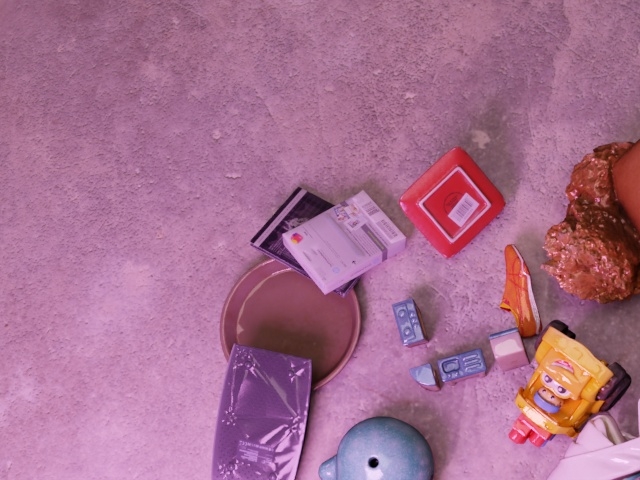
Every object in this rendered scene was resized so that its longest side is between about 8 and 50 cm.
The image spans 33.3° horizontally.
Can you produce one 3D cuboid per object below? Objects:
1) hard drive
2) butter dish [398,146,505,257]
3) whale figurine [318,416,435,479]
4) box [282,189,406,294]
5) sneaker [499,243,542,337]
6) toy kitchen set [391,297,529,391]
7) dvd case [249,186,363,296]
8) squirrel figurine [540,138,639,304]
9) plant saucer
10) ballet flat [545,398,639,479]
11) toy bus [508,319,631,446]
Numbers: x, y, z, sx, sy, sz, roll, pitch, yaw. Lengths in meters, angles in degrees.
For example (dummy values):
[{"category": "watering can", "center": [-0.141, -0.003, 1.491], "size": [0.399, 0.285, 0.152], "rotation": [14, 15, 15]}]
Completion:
[{"category": "hard drive", "center": [-0.102, 0.326, 1.949], "size": [0.172, 0.054, 0.255], "rotation": [9, 90, 18]}, {"category": "butter dish", "center": [0.231, -0.076, 1.992], "size": [0.160, 0.118, 0.160], "rotation": [-44, 107, -4]}, {"category": "whale figurine", "center": [0.086, 0.435, 1.841], "size": [0.216, 0.141, 0.272], "rotation": [23, 80, 21]}, {"category": "box", "center": [0.046, 0.001, 2.009], "size": [0.186, 0.038, 0.145], "rotation": [-29, 57, -19]}, {"category": "sneaker", "center": [0.350, 0.089, 1.926], "size": [0.067, 0.064, 0.175], "rotation": [-12, 69, 9]}, {"category": "toy kitchen set", "center": [0.244, 0.160, 1.900], "size": [0.207, 0.122, 0.166], "rotation": [-18, 68, 9]}, {"category": "dvd case", "center": [0.000, 0.000, 2.048], "size": [0.221, 0.018, 0.164], "rotation": [28, 60, 21]}, {"category": "squirrel figurine", "center": [0.588, 0.012, 1.817], "size": [0.396, 0.281, 0.371], "rotation": [-4, 81, 29]}, {"category": "plant saucer", "center": [-0.055, 0.160, 2.027], "size": [0.277, 0.041, 0.278], "rotation": [-5, 70, 13]}, {"category": "ballet flat", "center": [0.516, 0.324, 1.731], "size": [0.400, 0.139, 0.139], "rotation": [-25, 66, 25]}, {"category": "toy bus", "center": [0.392, 0.258, 1.782], "size": [0.149, 0.220, 0.211], "rotation": [40, 92, 24]}]
